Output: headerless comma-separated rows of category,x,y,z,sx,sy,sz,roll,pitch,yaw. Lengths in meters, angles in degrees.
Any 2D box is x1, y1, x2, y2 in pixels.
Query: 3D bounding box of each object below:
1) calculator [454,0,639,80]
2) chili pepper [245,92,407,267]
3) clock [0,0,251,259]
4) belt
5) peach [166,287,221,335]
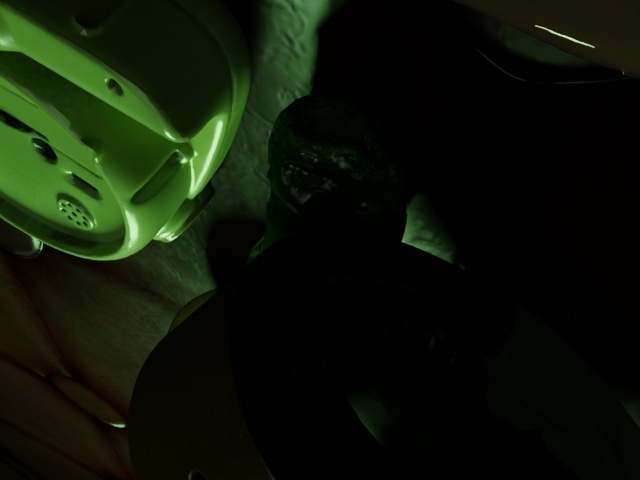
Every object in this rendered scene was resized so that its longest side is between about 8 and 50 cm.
calculator,0.107,-0.137,0.233,0.329,0.048,0.220,23,150,14
chili pepper,-0.001,0.002,0.514,0.098,0.061,0.224,15,145,0
clock,-0.174,-0.080,0.519,0.235,0.096,0.308,29,150,3
belt,0.063,0.129,0.466,0.338,0.217,0.122,27,137,-25
peach,-0.049,0.114,0.677,0.179,0.103,0.179,21,145,16
